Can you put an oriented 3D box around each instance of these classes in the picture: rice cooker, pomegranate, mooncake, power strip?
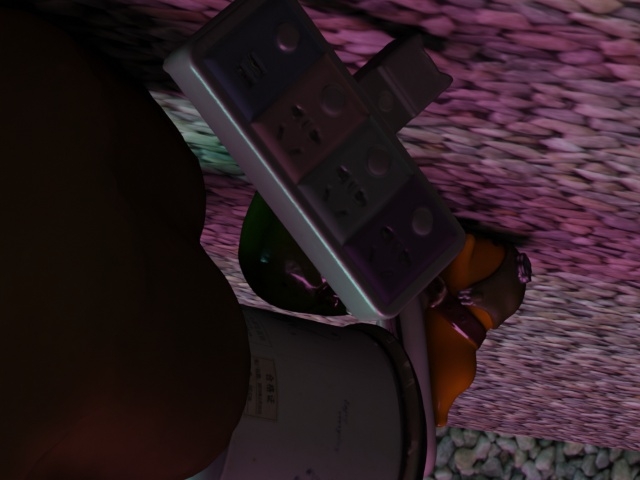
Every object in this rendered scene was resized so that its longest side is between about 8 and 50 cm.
[{"bbox_3d":[-0.053,0.181,1.699,0.316,0.264,0.316,25,-150,-16],"label":"rice cooker"},{"bbox_3d":[0.000,0.000,1.700,0.152,0.131,0.191,12,177,-13],"label":"pomegranate"},{"bbox_3d":[-0.289,0.055,1.441,0.467,0.467,0.262,9,166,20],"label":"mooncake"},{"bbox_3d":[0.016,-0.071,1.256,0.216,0.145,0.061,54,156,-14],"label":"power strip"}]

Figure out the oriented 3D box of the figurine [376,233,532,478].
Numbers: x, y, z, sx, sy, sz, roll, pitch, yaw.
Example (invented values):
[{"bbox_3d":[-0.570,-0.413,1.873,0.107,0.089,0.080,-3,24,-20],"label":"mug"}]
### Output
[{"bbox_3d":[0.129,0.090,1.828,0.141,0.250,0.166,-7,-178,-6],"label":"figurine"}]
